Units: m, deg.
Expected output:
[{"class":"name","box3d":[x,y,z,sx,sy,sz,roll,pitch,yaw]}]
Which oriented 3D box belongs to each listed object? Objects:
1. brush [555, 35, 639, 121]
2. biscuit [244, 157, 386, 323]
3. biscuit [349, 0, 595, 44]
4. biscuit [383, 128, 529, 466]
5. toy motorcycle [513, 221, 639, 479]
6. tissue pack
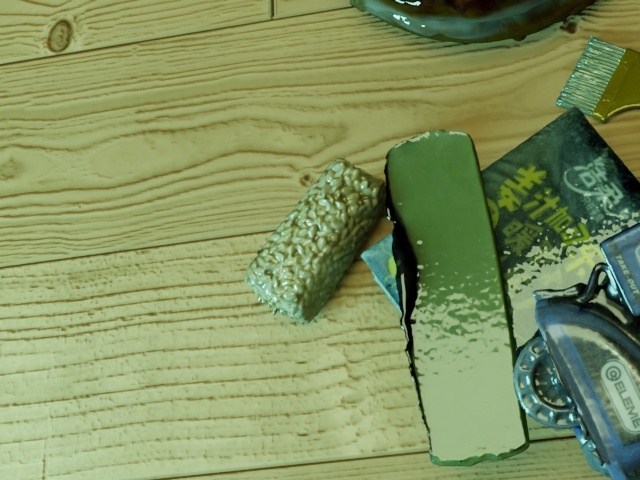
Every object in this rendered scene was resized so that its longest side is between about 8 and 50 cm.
[{"class":"brush","box3d":[0.340,-0.135,1.675,0.205,0.011,0.083,24,74,23]},{"class":"biscuit","box3d":[0.000,0.000,1.674,0.070,0.082,0.168,32,78,23]},{"class":"biscuit","box3d":[0.183,-0.338,1.752,0.366,0.115,0.268,-29,62,4]},{"class":"biscuit","box3d":[0.120,0.049,1.554,0.099,0.038,0.322,-12,66,8]},{"class":"toy motorcycle","box3d":[0.309,0.165,1.456,0.212,0.125,0.358,-28,83,17]},{"class":"tissue pack","box3d":[0.194,0.018,1.610,0.257,0.081,0.185,-34,64,0]}]
